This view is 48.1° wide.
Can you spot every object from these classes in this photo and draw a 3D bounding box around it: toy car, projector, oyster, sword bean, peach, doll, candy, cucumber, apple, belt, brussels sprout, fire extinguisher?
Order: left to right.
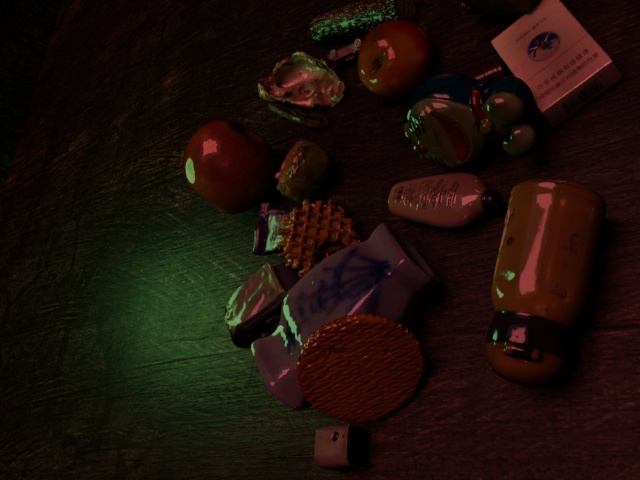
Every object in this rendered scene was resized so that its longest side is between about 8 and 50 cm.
[{"bbox_3d":[-0.247,-0.195,1.929,0.253,0.253,0.254,-21,54,33],"label":"apple"},{"bbox_3d":[-0.121,0.161,1.695,0.230,0.139,0.126,-38,46,16],"label":"belt"},{"bbox_3d":[-0.069,-0.354,2.012,0.269,0.038,0.043,31,91,48],"label":"sword bean"},{"bbox_3d":[-0.057,-0.024,1.792,0.275,0.070,0.145,4,77,33],"label":"candy"},{"bbox_3d":[-0.040,-0.431,2.006,0.294,0.094,0.166,31,97,33],"label":"oyster"},{"bbox_3d":[-0.036,-0.174,1.825,0.151,0.122,0.149,-47,19,37],"label":"brussels sprout"},{"bbox_3d":[0.045,0.416,1.442,0.082,0.083,0.083,-15,58,36],"label":"projector"},{"bbox_3d":[0.085,-0.511,1.945,0.142,0.069,0.055,-15,97,36],"label":"toy car"},{"bbox_3d":[0.096,-0.608,1.973,0.359,0.096,0.096,3,69,46],"label":"cucumber"},{"bbox_3d":[0.189,-0.446,1.775,0.190,0.192,0.190,21,120,42],"label":"peach"},{"bbox_3d":[0.309,-0.255,1.499,0.321,0.199,0.186,2,46,40],"label":"doll"},{"bbox_3d":[0.351,-0.362,1.636,0.157,0.045,0.078,-21,27,34],"label":"fire extinguisher"}]

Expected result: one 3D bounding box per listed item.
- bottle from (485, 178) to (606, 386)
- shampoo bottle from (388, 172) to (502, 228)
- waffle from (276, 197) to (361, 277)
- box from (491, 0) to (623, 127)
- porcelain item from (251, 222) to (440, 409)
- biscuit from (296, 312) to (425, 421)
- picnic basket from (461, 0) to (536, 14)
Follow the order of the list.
[{"bbox_3d":[0.384,0.081,1.265,0.171,0.171,0.351,4,71,43],"label":"bottle"},{"bbox_3d":[0.266,-0.086,1.527,0.256,0.078,0.127,4,65,46],"label":"shampoo bottle"},{"bbox_3d":[0.000,0.000,1.660,0.197,0.070,0.193,36,69,6],"label":"waffle"},{"bbox_3d":[0.486,-0.379,1.501,0.164,0.069,0.257,-37,48,21],"label":"box"},{"bbox_3d":[0.050,0.161,1.514,0.405,0.178,0.243,-44,44,12],"label":"porcelain item"},{"bbox_3d":[0.077,0.251,1.405,0.254,0.254,0.035,-44,20,14],"label":"biscuit"},{"bbox_3d":[0.381,-0.696,1.550,0.337,0.337,0.293,-60,32,-2],"label":"picnic basket"}]
